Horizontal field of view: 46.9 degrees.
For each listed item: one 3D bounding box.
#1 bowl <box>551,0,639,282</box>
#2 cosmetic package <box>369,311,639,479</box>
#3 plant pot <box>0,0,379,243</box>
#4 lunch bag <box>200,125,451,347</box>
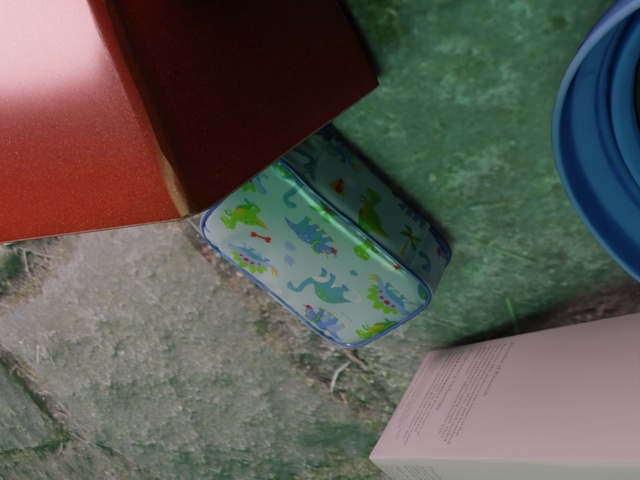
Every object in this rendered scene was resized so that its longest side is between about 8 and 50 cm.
[{"bbox_3d":[0.333,-0.033,0.417,0.391,0.077,0.391,31,160,13],"label":"bowl"},{"bbox_3d":[0.235,0.194,0.665,0.197,0.155,0.365,44,149,-13],"label":"cosmetic package"},{"bbox_3d":[-0.154,-0.165,0.556,0.267,0.267,0.236,-6,113,34],"label":"plant pot"},{"bbox_3d":[0.000,0.000,0.724,0.219,0.090,0.176,40,136,-8],"label":"lunch bag"}]
